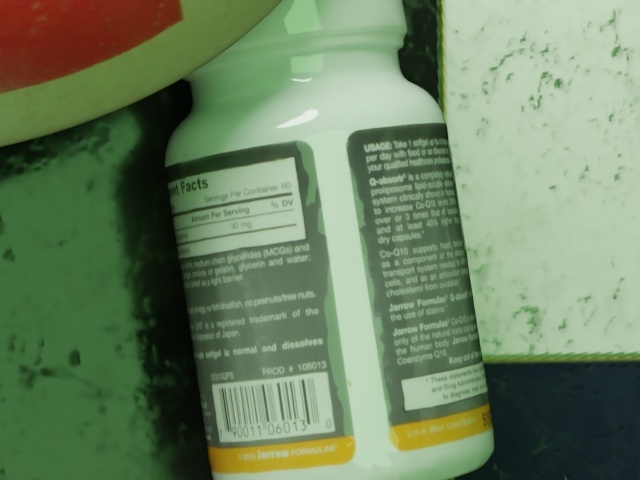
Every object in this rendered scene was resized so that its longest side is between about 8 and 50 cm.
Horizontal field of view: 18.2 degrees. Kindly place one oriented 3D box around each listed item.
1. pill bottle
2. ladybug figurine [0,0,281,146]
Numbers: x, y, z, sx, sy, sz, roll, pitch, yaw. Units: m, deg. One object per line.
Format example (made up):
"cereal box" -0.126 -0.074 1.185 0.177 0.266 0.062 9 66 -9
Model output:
"pill bottle" 0.000 0.000 1.116 0.162 0.162 0.278 -8 89 -17
"ladybug figurine" -0.211 -0.196 1.012 0.449 0.162 0.305 -13 63 -2
